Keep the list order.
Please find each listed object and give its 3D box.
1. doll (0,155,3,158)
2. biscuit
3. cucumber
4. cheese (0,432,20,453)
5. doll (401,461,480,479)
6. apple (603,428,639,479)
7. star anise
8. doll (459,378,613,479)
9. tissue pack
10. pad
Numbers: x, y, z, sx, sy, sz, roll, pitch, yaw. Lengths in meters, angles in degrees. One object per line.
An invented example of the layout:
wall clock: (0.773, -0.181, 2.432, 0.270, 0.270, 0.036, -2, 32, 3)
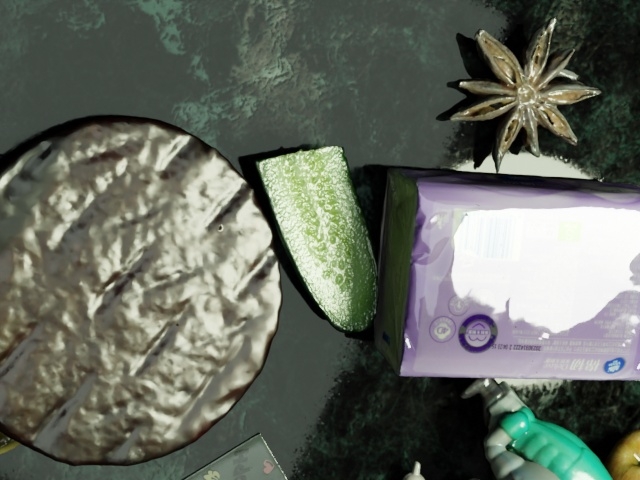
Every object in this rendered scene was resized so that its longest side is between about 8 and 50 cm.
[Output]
doll: (-0.367, -0.062, 1.430, 0.083, 0.050, 0.076, 11, 93, -14)
biscuit: (-0.239, 0.058, 1.431, 0.407, 0.091, 0.407, -2, 96, -24)
cucumber: (0.000, 0.000, 1.514, 0.115, 0.063, 0.244, -21, 100, -18)
cheese: (-0.353, 0.204, 1.470, 0.162, 0.036, 0.086, -15, 100, -10)
doll: (0.148, 0.363, 1.592, 0.160, 0.059, 0.161, -39, 102, -5)
apple: (0.435, 0.322, 1.608, 0.146, 0.146, 0.131, -35, 117, -7)
star anise: (0.248, -0.185, 1.554, 0.182, 0.065, 0.195, -35, 106, -2)
doll: (0.273, 0.298, 1.572, 0.153, 0.258, 0.195, -43, 141, 10)
tissue pack: (0.247, 0.041, 1.525, 0.338, 0.160, 0.242, 3, 102, -14)
pad: (-0.091, 0.390, 1.567, 0.170, 0.006, 0.245, -30, 102, -8)
